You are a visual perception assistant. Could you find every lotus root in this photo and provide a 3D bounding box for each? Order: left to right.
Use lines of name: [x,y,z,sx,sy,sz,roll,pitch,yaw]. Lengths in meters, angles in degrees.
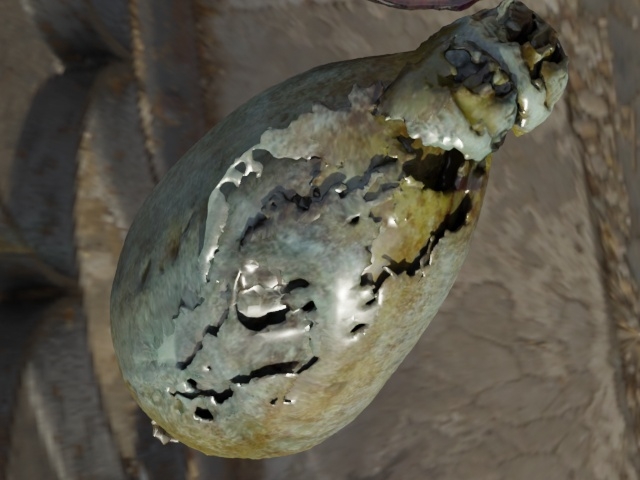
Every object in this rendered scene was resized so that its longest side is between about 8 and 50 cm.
lotus root: [-0.002,0.000,0.464,0.088,0.088,0.165,51,129,9]

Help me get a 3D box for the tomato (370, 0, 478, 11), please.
tomato: [0.045,-0.231,0.856,0.181,0.155,0.214,37,101,-26]
